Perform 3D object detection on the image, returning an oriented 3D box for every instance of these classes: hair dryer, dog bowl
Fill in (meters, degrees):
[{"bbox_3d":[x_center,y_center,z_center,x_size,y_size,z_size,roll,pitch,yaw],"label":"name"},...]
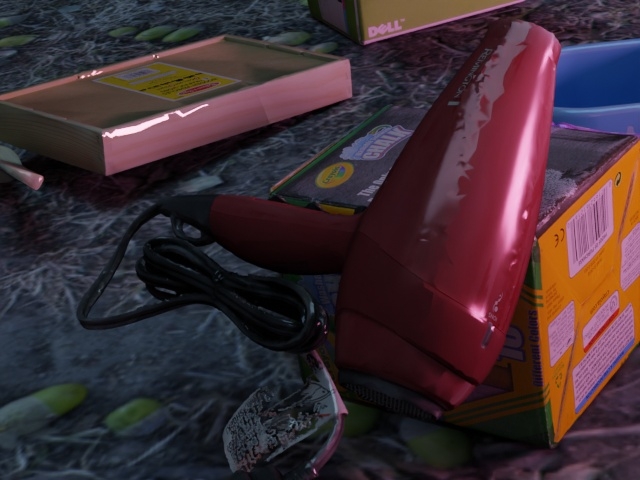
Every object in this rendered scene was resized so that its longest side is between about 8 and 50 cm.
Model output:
[{"bbox_3d":[0.000,0.000,0.674,0.293,0.080,0.223,-37,55,12],"label":"hair dryer"},{"bbox_3d":[0.261,-0.093,1.003,0.297,0.074,0.166,-6,27,7],"label":"dog bowl"}]

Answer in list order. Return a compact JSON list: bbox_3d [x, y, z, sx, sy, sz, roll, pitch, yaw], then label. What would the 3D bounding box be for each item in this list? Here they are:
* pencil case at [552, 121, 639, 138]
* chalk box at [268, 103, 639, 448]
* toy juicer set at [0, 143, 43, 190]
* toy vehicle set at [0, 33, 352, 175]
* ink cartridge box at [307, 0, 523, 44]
[{"bbox_3d":[0.235,-0.034,0.876,0.206,0.088,0.086,0,25,19],"label":"pencil case"},{"bbox_3d":[0.061,0.011,0.793,0.213,0.132,0.132,11,33,35],"label":"chalk box"},{"bbox_3d":[-0.365,-0.040,1.096,0.329,0.089,0.209,5,6,0],"label":"toy juicer set"},{"bbox_3d":[-0.125,-0.122,1.183,0.267,0.035,0.166,-22,29,-39],"label":"toy vehicle set"},{"bbox_3d":[0.116,-0.252,1.342,0.189,0.097,0.255,-17,29,-18],"label":"ink cartridge box"}]
